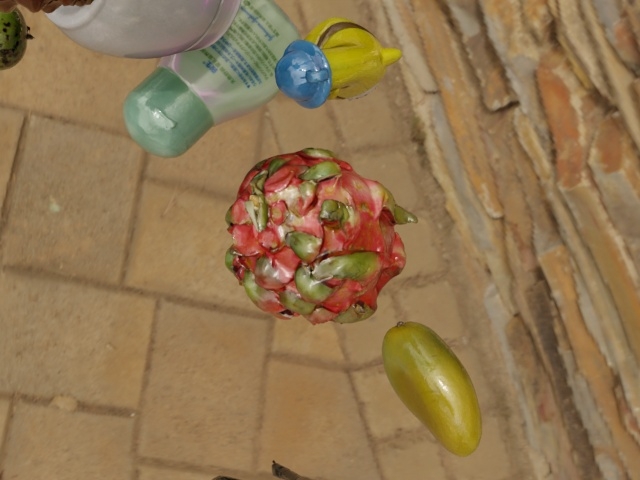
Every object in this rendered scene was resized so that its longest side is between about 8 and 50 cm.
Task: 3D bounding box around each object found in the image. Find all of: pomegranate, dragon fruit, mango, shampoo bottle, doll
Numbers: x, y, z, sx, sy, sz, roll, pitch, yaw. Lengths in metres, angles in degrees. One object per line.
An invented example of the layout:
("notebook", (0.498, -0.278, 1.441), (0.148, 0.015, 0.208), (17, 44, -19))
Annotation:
("pomegranate", (-0.558, -0.346, 1.454), (0.161, 0.122, 0.122), (12, 70, -6))
("dragon fruit", (-0.008, 0.008, 1.251), (0.231, 0.303, 0.237), (25, 63, 28))
("mango", (0.153, 0.190, 1.162), (0.085, 0.122, 0.191), (-27, 64, -30))
("shampoo bottle", (-0.206, -0.294, 1.588), (0.222, 0.151, 0.349), (45, 76, -8))
("shampoo bottle", (-0.276, -0.416, 1.345), (0.266, 0.273, 0.273), (-10, 77, -51))
("doll", (0.033, -0.301, 1.480), (0.199, 0.363, 0.145), (-8, 105, 16))

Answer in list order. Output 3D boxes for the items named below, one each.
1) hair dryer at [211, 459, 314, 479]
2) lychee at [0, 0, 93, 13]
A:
("hair dryer", (-0.023, 0.294, 0.973), (0.303, 0.359, 0.120), (22, 83, -22))
("lychee", (-0.180, -0.262, 0.479), (0.304, 0.276, 0.276), (-38, 90, -21))
